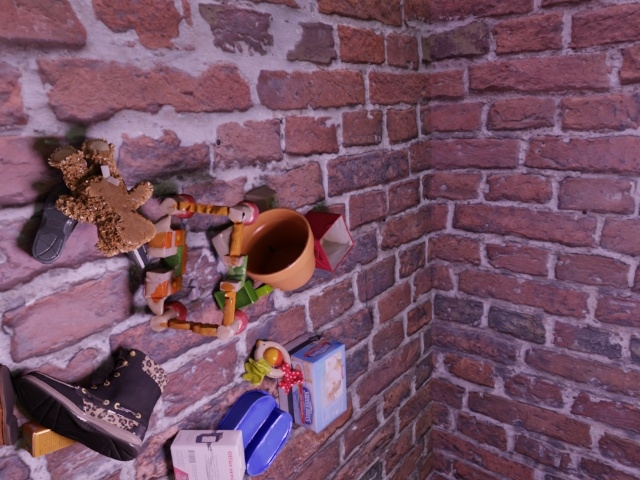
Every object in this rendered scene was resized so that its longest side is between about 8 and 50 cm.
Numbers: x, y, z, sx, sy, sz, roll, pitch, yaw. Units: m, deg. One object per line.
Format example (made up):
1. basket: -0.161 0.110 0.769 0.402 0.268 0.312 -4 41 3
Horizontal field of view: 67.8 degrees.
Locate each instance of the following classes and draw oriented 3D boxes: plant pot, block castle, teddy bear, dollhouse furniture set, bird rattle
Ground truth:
1. plant pot: -0.218 -0.148 1.888 0.109 0.096 0.108 -33 122 -42
2. block castle: -0.377 0.082 1.554 0.213 0.304 0.452 -54 150 -84
3. plant pot: -0.142 0.054 1.749 0.290 0.291 0.203 -62 147 -23
4. teddy bear: -0.593 -0.121 1.308 0.338 0.113 0.245 50 48 -15
5. dollhouse furniture set: -0.327 0.097 1.825 0.301 0.152 0.197 65 28 -7
6. bird rattle: -0.186 0.509 1.970 0.254 0.143 0.206 14 44 -21

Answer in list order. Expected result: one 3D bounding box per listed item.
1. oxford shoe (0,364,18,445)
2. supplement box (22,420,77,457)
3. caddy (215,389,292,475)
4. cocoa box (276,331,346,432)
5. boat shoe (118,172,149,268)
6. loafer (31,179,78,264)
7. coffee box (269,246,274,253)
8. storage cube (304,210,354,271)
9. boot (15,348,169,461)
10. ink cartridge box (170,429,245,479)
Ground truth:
1. oxford shoe: -0.845 0.433 1.244 0.076 0.076 0.212 -2 88 -11
2. supplement box: -0.730 0.545 1.395 0.234 0.078 0.080 -8 103 -51
3. caddy: -0.279 0.774 1.927 0.241 0.179 0.341 51 56 -17
4. cocoa box: -0.036 0.634 2.156 0.232 0.228 0.346 -18 111 -49
5. boat shoe: -0.580 -0.058 1.440 0.091 0.115 0.302 -37 125 -35
6. loafer: -0.715 -0.060 1.315 0.096 0.084 0.267 24 69 -20
7. coffee box: -0.210 0.008 1.913 0.041 0.113 0.184 -31 123 -12
8. storage cube: 0.000 0.000 2.111 0.215 0.193 0.183 -50 132 -33
9. boot: -0.644 0.435 1.402 0.378 0.138 0.284 34 29 -11
10. ink cartridge box: -0.399 0.784 1.717 0.100 0.238 0.171 -74 161 -75
